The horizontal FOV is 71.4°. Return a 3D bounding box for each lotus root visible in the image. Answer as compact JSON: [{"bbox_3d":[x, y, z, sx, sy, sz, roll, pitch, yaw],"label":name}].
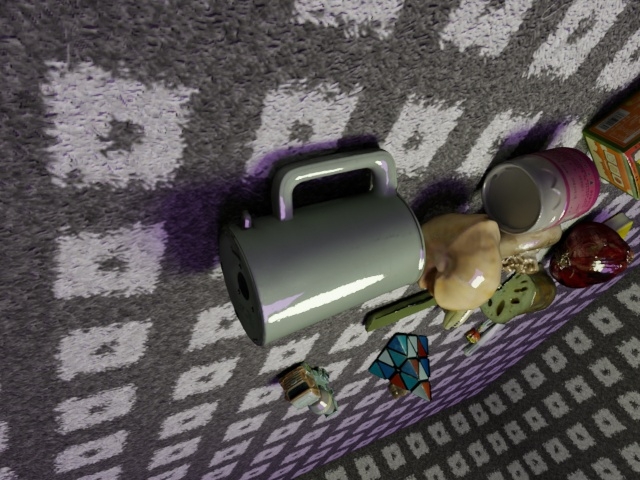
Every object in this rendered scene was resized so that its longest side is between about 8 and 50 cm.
[{"bbox_3d":[0.832,0.229,1.796,0.260,0.149,0.267,-3,141,-37],"label":"lotus root"}]

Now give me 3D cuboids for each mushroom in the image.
[{"bbox_3d":[0.522,0.006,1.180,0.226,0.178,0.226,-15,158,-6],"label":"mushroom"}]

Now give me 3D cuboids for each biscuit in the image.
[{"bbox_3d":[0.283,0.209,1.405,0.322,0.038,0.099,-18,149,-22],"label":"biscuit"}]

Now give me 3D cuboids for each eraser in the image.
[{"bbox_3d":[1.123,-0.001,1.791,0.226,0.069,0.158,-33,149,3],"label":"eraser"}]

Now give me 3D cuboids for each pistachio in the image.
[{"bbox_3d":[0.326,0.045,1.050,0.229,0.230,0.309,-37,152,9],"label":"pistachio"}]

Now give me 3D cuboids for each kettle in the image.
[{"bbox_3d":[-0.005,0.006,0.777,0.317,0.265,0.205,-16,177,-23],"label":"kettle"}]

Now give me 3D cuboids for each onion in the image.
[{"bbox_3d":[0.968,0.067,1.620,0.280,0.221,0.281,-6,137,-6],"label":"onion"}]

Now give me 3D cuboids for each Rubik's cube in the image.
[{"bbox_3d":[0.341,0.450,1.755,0.234,0.284,0.250,-32,-179,-41],"label":"Rubik's cube"}]

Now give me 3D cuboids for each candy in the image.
[{"bbox_3d":[0.757,0.397,2.060,0.201,0.060,0.060,-43,147,2],"label":"candy"}]

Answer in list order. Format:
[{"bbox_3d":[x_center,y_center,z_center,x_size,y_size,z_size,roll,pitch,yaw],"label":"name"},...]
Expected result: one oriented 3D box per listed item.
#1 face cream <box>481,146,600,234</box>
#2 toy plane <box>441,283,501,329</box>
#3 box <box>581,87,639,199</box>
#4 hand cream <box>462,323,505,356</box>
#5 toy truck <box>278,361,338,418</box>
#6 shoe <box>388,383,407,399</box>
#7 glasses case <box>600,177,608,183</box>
[{"bbox_3d":[0.498,-0.114,1.014,0.194,0.175,0.175,-16,145,-26],"label":"face cream"},{"bbox_3d":[0.505,0.199,1.517,0.256,0.104,0.241,-44,148,19],"label":"toy plane"},{"bbox_3d":[0.777,-0.238,1.061,0.194,0.148,0.177,-39,126,11],"label":"box"},{"bbox_3d":[0.819,0.490,2.227,0.079,0.048,0.255,11,128,-46],"label":"hand cream"},{"bbox_3d":[-0.025,0.492,1.437,0.108,0.140,0.257,-34,148,5],"label":"toy truck"},{"bbox_3d":[0.399,0.687,2.109,0.092,0.089,0.180,-11,145,-28],"label":"shoe"},{"bbox_3d":[0.854,-0.252,1.231,0.092,0.059,0.234,-17,143,-16],"label":"glasses case"}]
